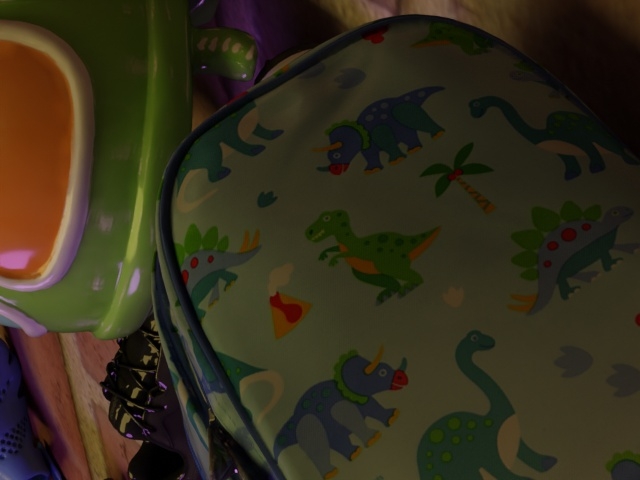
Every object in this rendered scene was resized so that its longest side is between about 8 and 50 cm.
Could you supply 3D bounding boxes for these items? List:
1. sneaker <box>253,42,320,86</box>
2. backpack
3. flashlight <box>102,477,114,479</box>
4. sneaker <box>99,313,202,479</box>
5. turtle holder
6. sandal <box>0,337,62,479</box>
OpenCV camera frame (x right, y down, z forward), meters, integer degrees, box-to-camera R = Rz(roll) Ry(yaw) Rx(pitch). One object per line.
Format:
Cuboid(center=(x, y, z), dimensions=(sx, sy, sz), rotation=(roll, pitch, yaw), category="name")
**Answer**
Cuboid(center=(0.000, 0.000, 1.163), dimensions=(0.106, 0.078, 0.234), rotation=(51, 152, 33), category="sneaker")
Cuboid(center=(0.073, 0.070, 0.849), dimensions=(0.273, 0.290, 0.355), rotation=(60, 175, -36), category="backpack")
Cuboid(center=(-0.166, 0.383, 1.892), dimensions=(0.103, 0.103, 0.304), rotation=(-37, 75, 40), category="flashlight")
Cuboid(center=(-0.095, 0.078, 1.379), dimensions=(0.109, 0.130, 0.286), rotation=(40, 146, 48), category="sneaker")
Cuboid(center=(-0.180, -0.082, 1.191), dimensions=(0.320, 0.227, 0.243), rotation=(-103, 22, -51), category="turtle holder")
Cuboid(center=(-0.338, 0.215, 2.058), dimensions=(0.138, 0.126, 0.317), rotation=(36, 152, 42), category="sandal")
